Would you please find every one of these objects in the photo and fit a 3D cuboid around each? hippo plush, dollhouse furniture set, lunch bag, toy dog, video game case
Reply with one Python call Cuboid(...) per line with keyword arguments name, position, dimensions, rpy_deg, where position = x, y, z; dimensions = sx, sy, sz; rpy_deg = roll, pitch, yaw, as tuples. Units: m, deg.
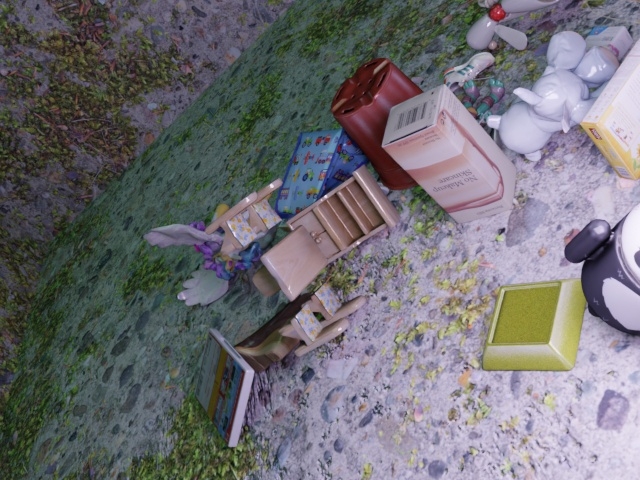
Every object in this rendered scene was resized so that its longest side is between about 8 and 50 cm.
Cuboid(name="hippo plush", position=(0.504, -0.261, 1.483), dimensions=(0.294, 0.234, 0.236), rpy_deg=(-51, -3, -32))
Cuboid(name="dollhouse furniture set", position=(0.000, 0.000, 1.667), dimensions=(0.256, 0.362, 0.394), rpy_deg=(-33, 5, 28))
Cuboid(name="lunch bag", position=(-0.020, -0.175, 2.067), dimensions=(0.221, 0.138, 0.293), rpy_deg=(6, 61, 53))
Cuboid(name="toy dog", position=(0.553, -0.614, 1.842), dimensions=(0.333, 0.161, 0.220), rpy_deg=(-20, 43, 62))
Cuboid(name="video game case", position=(-0.255, 0.373, 1.806), dimensions=(0.285, 0.025, 0.204), rpy_deg=(29, 108, 59))

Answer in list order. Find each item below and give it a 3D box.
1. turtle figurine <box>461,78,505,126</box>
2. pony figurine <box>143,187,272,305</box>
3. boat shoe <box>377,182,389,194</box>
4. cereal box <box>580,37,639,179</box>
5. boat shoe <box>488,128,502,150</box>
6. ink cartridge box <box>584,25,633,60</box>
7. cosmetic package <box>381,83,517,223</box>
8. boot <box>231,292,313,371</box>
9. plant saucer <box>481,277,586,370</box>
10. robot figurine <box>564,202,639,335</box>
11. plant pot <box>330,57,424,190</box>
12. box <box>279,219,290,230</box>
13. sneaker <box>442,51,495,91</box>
Cuboid(name="turtle figurine", position=(0.363, -0.314, 1.746), dimensions=(0.175, 0.118, 0.234), rpy_deg=(21, 55, 28))
Cuboid(name="pony figurine", position=(-0.323, 0.010, 2.176), dimensions=(0.351, 0.303, 0.363), rpy_deg=(-16, 29, 31))
Cuboid(name="boat shoe", position=(0.155, -0.144, 1.914), dimensions=(0.100, 0.035, 0.035), rpy_deg=(-5, 55, 58))
Cuboid(name="cereal box", position=(0.611, -0.259, 1.320), dimensions=(0.240, 0.173, 0.047), rpy_deg=(-53, 30, -7))
Cuboid(name="boat shoe", position=(0.415, -0.237, 1.672), dimensions=(0.038, 0.046, 0.125), rpy_deg=(-14, 54, 38))
Cuboid(name="ink cartridge box", position=(0.632, -0.422, 1.583), dimensions=(0.122, 0.052, 0.088), rpy_deg=(-52, 31, -6))
Cuboid(name="cosmetic package", position=(0.287, -0.181, 1.529), dimensions=(0.153, 0.296, 0.129), rpy_deg=(-20, 43, 42))
Cuboid(name="boot", position=(-0.118, 0.239, 1.833), dimensions=(0.248, 0.090, 0.207), rpy_deg=(-19, 28, 48))
Cuboid(name="plant saucer", position=(0.387, 0.147, 1.291), dimensions=(0.188, 0.045, 0.188), rpy_deg=(-11, 49, 46))
Cuboid(name="robot figurine", position=(0.505, 0.045, 1.059), dimensions=(0.209, 0.278, 0.174), rpy_deg=(-14, 66, -10))
Cuboid(name="plant pot", position=(0.186, -0.319, 1.838), dimensions=(0.272, 0.265, 0.272), rpy_deg=(-32, 35, 26))
Cuboid(name="box", position=(-0.073, -0.068, 2.129), dimensions=(0.136, 0.028, 0.081), rpy_deg=(0, 56, 55))
Cuboid(name="sneaker", position=(0.410, -0.453, 1.913), dimensions=(0.161, 0.057, 0.075), rpy_deg=(-20, 59, 38))
